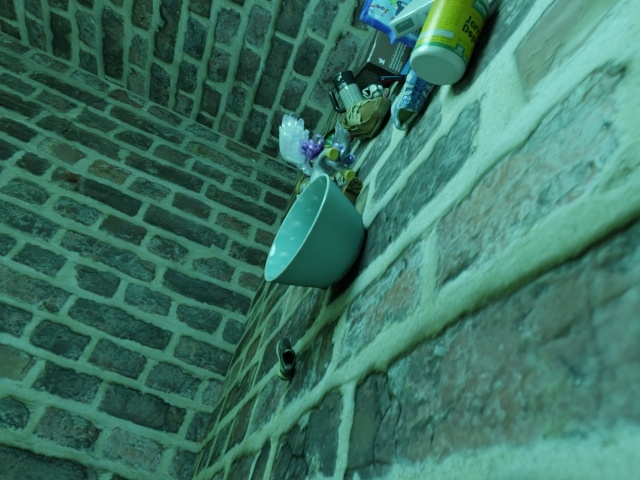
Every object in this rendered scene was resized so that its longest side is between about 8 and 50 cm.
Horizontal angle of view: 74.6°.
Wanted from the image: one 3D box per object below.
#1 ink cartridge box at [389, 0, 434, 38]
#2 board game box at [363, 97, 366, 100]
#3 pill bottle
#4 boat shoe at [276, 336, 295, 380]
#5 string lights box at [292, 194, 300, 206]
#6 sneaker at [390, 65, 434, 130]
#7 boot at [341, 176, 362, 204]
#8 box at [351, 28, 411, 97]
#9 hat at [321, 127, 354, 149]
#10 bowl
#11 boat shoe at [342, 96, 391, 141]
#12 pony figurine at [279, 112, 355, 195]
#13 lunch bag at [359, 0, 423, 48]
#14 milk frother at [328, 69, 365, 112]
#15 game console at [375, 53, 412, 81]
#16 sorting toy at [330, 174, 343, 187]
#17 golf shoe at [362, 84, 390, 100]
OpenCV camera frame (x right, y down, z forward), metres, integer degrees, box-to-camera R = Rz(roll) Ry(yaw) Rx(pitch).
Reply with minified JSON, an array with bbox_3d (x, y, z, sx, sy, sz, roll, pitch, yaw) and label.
[{"bbox_3d":[0.321,-0.664,1.156,0.189,0.066,0.232,-3,39,49],"label":"ink cartridge box"},{"bbox_3d":[0.209,-0.655,1.937,0.103,0.026,0.154,127,163,-51],"label":"board game box"},{"bbox_3d":[0.276,-0.444,0.871,0.117,0.118,0.208,180,113,-79],"label":"pill bottle"},{"bbox_3d":[-0.094,0.333,1.214,0.049,0.056,0.152,-56,23,24],"label":"boat shoe"},{"bbox_3d":[-0.061,-0.114,1.810,0.134,0.077,0.259,-11,49,38],"label":"string lights box"},{"bbox_3d":[0.237,-0.359,1.028,0.211,0.080,0.081,111,169,-54],"label":"sneaker"},{"bbox_3d":[0.079,-0.127,1.352,0.157,0.059,0.084,-58,7,-1],"label":"boot"},{"bbox_3d":[0.226,-0.700,1.639,0.381,0.143,0.191,-142,73,-81],"label":"box"},{"bbox_3d":[0.115,-0.393,1.845,0.172,0.184,0.208,-60,-32,-4],"label":"hat"},{"bbox_3d":[0.000,0.000,1.091,0.311,0.163,0.311,-53,18,26],"label":"bowl"},{"bbox_3d":[0.148,-0.433,1.488,0.324,0.120,0.122,179,115,-79],"label":"boat shoe"},{"bbox_3d":[-0.003,-0.280,1.570,0.363,0.303,0.350,-146,64,-64],"label":"pony figurine"},{"bbox_3d":[0.246,-0.700,1.297,0.138,0.221,0.293,130,161,-58],"label":"lunch bag"},{"bbox_3d":[0.118,-0.565,1.627,0.143,0.134,0.129,-21,-4,-39],"label":"milk frother"},{"bbox_3d":[0.252,-0.569,1.380,0.144,0.124,0.085,-92,1,-68],"label":"game console"},{"bbox_3d":[0.072,-0.238,1.698,0.075,0.045,0.083,-20,44,49],"label":"sorting toy"},{"bbox_3d":[0.201,-0.557,1.599,0.186,0.086,0.067,-141,75,-81],"label":"golf shoe"}]
